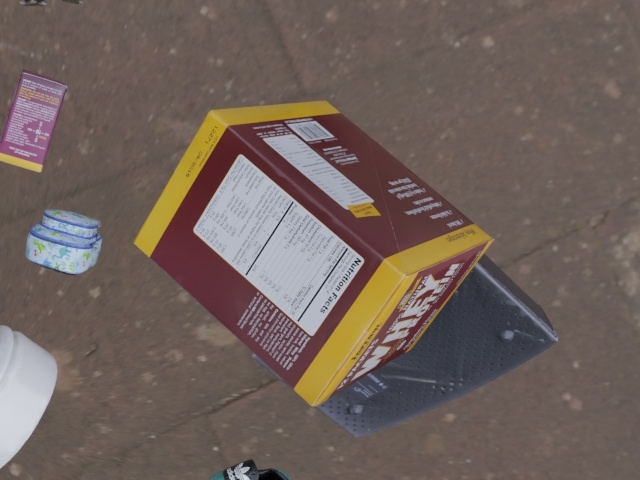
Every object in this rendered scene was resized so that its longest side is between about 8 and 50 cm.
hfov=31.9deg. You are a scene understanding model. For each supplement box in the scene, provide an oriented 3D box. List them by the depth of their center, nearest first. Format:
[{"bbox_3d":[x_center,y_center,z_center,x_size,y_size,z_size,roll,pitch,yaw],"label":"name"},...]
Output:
[{"bbox_3d":[0.000,0.000,0.894,0.194,0.191,0.129,41,114,16],"label":"supplement box"},{"bbox_3d":[-0.265,-0.110,1.024,0.043,0.055,0.083,17,97,-18],"label":"supplement box"}]

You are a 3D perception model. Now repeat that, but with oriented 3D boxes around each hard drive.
[{"bbox_3d":[0.077,0.090,1.072,0.172,0.254,0.054,41,37,-25],"label":"hard drive"}]

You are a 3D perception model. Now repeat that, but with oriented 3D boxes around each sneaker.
[{"bbox_3d":[-0.069,0.423,1.702,0.121,0.302,0.108,-36,49,8],"label":"sneaker"}]

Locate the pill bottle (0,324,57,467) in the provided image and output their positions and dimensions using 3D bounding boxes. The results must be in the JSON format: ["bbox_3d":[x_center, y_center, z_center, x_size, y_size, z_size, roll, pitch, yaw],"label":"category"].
[{"bbox_3d":[-0.299,0.062,0.752,0.229,0.131,0.131,39,71,-28],"label":"pill bottle"}]

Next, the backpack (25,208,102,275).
[{"bbox_3d":[-0.382,0.000,1.662,0.105,0.114,0.084,15,102,-2],"label":"backpack"}]

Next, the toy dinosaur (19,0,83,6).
[{"bbox_3d":[-0.321,-0.383,1.397,0.121,0.313,0.160,9,76,-22],"label":"toy dinosaur"}]
